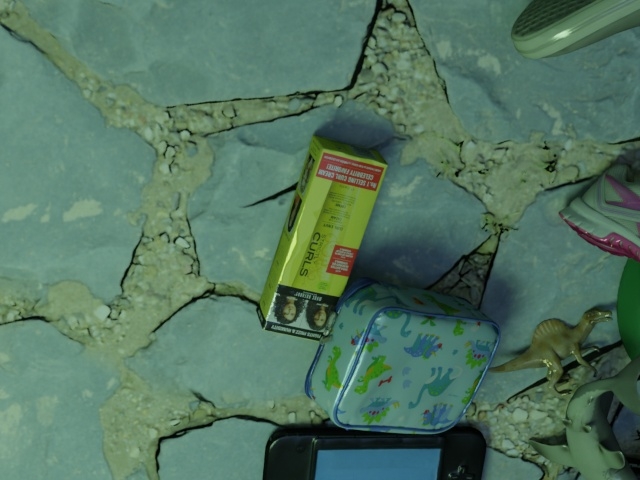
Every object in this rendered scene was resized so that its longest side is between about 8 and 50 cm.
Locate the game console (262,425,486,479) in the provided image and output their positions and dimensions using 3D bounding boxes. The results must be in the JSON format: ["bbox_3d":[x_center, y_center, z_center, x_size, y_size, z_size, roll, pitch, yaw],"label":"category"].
[{"bbox_3d":[0.077,0.382,1.502,0.293,0.173,0.250,1,111,-13],"label":"game console"}]

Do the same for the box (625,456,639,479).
[{"bbox_3d":[0.471,0.396,1.658,0.190,0.045,0.184,10,114,-15],"label":"box"}]

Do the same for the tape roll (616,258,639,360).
[{"bbox_3d":[0.543,0.076,1.533,0.321,0.077,0.321,-4,112,-11],"label":"tape roll"}]

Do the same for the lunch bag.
[{"bbox_3d":[0.096,0.144,1.430,0.219,0.090,0.176,10,109,-37],"label":"lunch bag"}]

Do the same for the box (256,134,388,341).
[{"bbox_3d":[0.000,0.000,1.396,0.087,0.058,0.232,14,107,-17],"label":"box"}]

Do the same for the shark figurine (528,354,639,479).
[{"bbox_3d":[0.363,0.215,1.525,0.116,0.166,0.278,-46,145,-32],"label":"shark figurine"}]

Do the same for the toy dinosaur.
[{"bbox_3d":[0.294,0.150,1.532,0.183,0.053,0.093,-26,99,-9],"label":"toy dinosaur"}]

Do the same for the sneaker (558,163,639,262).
[{"bbox_3d":[0.407,-0.013,1.396,0.111,0.252,0.103,-58,151,1],"label":"sneaker"}]

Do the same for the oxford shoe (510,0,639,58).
[{"bbox_3d":[0.423,-0.295,1.317,0.449,0.169,0.130,-28,116,-6],"label":"oxford shoe"}]
